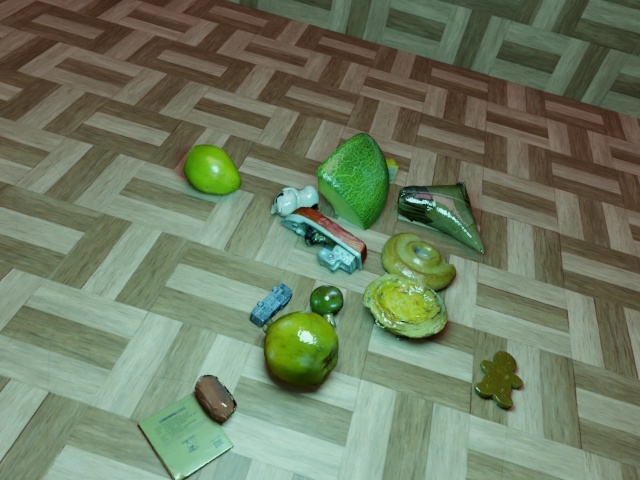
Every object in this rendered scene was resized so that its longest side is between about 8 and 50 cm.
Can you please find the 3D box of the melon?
[{"bbox_3d":[0.141,-0.260,2.175,0.331,0.226,0.343,41,69,-23],"label":"melon"}]

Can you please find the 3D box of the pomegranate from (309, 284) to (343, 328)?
[{"bbox_3d":[0.022,0.210,1.792,0.115,0.114,0.142,0,68,-15],"label":"pomegranate"}]

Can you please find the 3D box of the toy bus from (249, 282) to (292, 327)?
[{"bbox_3d":[-0.154,0.203,1.793,0.065,0.047,0.166,35,48,14],"label":"toy bus"}]

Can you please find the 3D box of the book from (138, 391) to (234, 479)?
[{"bbox_3d":[-0.343,0.497,1.456,0.168,0.013,0.192,-24,55,-34],"label":"book"}]

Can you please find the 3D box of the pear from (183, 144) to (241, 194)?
[{"bbox_3d":[-0.397,-0.256,2.124,0.220,0.187,0.187,25,42,-8],"label":"pear"}]

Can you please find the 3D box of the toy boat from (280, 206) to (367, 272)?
[{"bbox_3d":[0.000,0.000,1.989,0.332,0.145,0.133,34,74,21],"label":"toy boat"}]

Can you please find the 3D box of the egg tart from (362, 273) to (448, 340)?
[{"bbox_3d":[0.264,0.227,1.839,0.291,0.106,0.290,10,38,-8],"label":"egg tart"}]

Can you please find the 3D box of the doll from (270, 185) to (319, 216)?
[{"bbox_3d":[-0.095,-0.146,2.130,0.181,0.110,0.106,-10,87,-26],"label":"doll"}]

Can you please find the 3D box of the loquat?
[{"bbox_3d":[-0.071,0.294,1.614,0.246,0.213,0.213,25,43,27],"label":"loquat"}]

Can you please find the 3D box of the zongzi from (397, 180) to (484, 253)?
[{"bbox_3d":[0.457,-0.075,2.182,0.290,0.154,0.317,-4,51,-8],"label":"zongzi"}]

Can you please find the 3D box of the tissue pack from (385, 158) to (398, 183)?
[{"bbox_3d":[0.225,-0.288,2.371,0.176,0.095,0.062,-4,45,-18],"label":"tissue pack"}]

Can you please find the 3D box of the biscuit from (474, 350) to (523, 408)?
[{"bbox_3d":[0.555,0.423,1.759,0.138,0.031,0.205,26,44,11],"label":"biscuit"}]

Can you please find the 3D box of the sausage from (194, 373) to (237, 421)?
[{"bbox_3d":[-0.280,0.417,1.515,0.076,0.076,0.141,-26,57,-35],"label":"sausage"}]

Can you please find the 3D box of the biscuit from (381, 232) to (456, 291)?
[{"bbox_3d":[0.336,0.080,2.020,0.274,0.091,0.213,40,47,23],"label":"biscuit"}]
